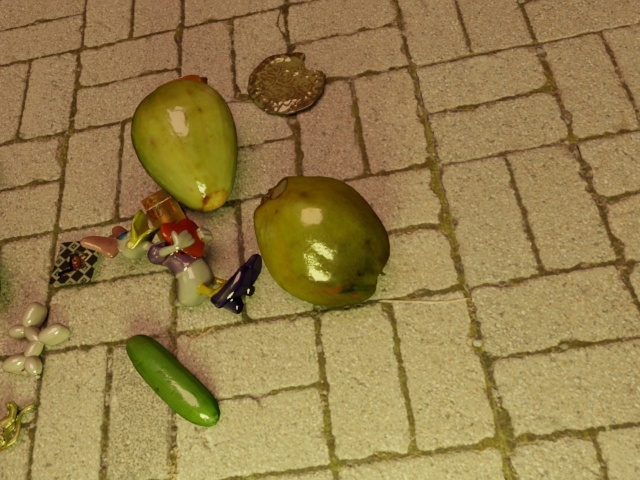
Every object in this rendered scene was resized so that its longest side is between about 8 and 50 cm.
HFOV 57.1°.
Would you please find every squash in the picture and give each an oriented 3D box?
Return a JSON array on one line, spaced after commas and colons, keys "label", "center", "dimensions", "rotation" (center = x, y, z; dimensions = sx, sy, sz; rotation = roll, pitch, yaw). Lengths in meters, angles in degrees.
[{"label": "squash", "center": [-0.329, 0.300, 1.278], "dimensions": [0.293, 0.082, 0.082], "rotation": [36, 74, 24]}]

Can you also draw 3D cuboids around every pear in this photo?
[{"label": "pear", "center": [0.000, 0.000, 1.282], "dimensions": [0.321, 0.269, 0.269], "rotation": [33, 72, 4]}]

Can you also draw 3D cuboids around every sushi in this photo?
[{"label": "sushi", "center": [-0.610, 0.058, 1.486], "dimensions": [0.120, 0.026, 0.125], "rotation": [-4, 58, 11]}]

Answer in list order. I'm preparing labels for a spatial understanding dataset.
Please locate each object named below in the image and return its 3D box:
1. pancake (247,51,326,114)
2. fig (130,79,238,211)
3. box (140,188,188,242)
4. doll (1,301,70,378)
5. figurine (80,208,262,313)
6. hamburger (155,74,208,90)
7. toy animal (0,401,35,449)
[{"label": "pancake", "center": [-0.097, -0.441, 1.645], "dimensions": [0.212, 0.029, 0.235], "rotation": [-29, 62, -4]}, {"label": "fig", "center": [-0.324, -0.225, 1.453], "dimensions": [0.258, 0.258, 0.326], "rotation": [-19, 75, 0]}, {"label": "box", "center": [-0.395, -0.065, 1.509], "dimensions": [0.089, 0.022, 0.156], "rotation": [-29, 62, -5]}, {"label": "doll", "center": [-0.679, 0.243, 1.384], "dimensions": [0.161, 0.059, 0.160], "rotation": [35, 74, 23]}, {"label": "figurine", "center": [-0.340, 0.046, 1.374], "dimensions": [0.421, 0.154, 0.193], "rotation": [30, 111, 11]}, {"label": "hamburger", "center": [-0.380, -0.380, 1.632], "dimensions": [0.166, 0.087, 0.137], "rotation": [-13, 62, 5]}, {"label": "toy animal", "center": [-0.731, 0.432, 1.300], "dimensions": [0.182, 0.073, 0.136], "rotation": [-5, 70, -6]}]
